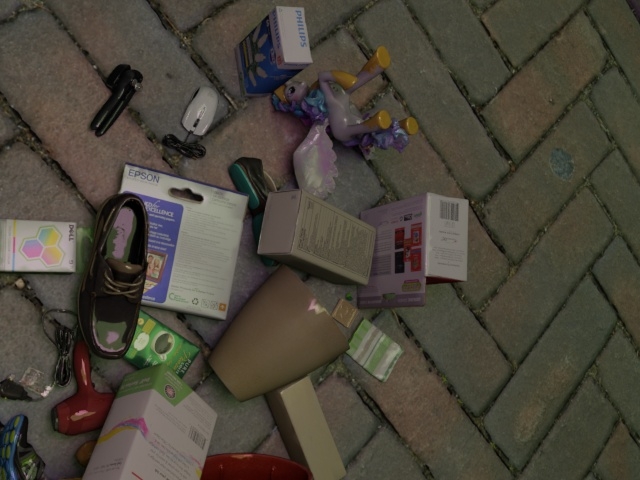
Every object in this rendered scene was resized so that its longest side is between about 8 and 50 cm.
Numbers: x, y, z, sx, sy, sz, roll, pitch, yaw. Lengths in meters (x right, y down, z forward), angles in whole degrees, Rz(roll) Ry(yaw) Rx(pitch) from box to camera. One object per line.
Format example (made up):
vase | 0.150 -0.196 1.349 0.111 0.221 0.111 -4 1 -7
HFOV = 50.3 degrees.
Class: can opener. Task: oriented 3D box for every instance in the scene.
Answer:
can opener | -0.467 -0.318 1.563 0.186 0.073 0.059 -67 152 -15

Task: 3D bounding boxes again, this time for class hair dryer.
hair dryer | -0.501 0.298 1.442 0.293 0.080 0.223 38 68 -19

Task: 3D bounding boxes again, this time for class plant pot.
plant pot | -0.118 0.237 1.583 0.274 0.256 0.256 -38 102 -11
plant pot | -0.161 0.636 1.491 0.272 0.272 0.265 5 89 -28

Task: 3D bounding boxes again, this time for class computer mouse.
computer mouse | -0.299 -0.295 1.649 0.106 0.042 0.193 26 72 -22

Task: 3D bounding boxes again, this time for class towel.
towel | 0.144 0.293 1.820 0.152 0.023 0.113 41 66 -18

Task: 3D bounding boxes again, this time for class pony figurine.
pony figurine | 0.056 -0.296 1.706 0.303 0.363 0.351 -46 121 -32

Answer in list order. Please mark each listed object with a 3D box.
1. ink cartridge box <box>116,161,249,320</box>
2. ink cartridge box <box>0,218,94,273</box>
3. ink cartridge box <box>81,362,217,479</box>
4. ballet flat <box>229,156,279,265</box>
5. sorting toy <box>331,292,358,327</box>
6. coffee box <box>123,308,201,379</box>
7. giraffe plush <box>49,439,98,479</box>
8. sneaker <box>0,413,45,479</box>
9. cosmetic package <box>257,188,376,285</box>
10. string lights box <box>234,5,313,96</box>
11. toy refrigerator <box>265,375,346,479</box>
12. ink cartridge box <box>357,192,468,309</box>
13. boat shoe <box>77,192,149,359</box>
ink cartridge box | -0.338 0.008 1.576 0.303 0.072 0.307 14 75 -24
ink cartridge box | -0.574 0.016 1.449 0.209 0.062 0.109 3 81 -28
ink cartridge box | -0.344 0.452 1.353 0.207 0.119 0.353 54 29 -32
ballet flat | -0.131 -0.079 1.685 0.096 0.095 0.280 -22 94 -37
sorting toy | 0.070 0.181 1.801 0.062 0.012 0.083 36 72 -14
coffee box | -0.376 0.243 1.538 0.184 0.040 0.113 37 69 -19
giraffe plush | -0.456 0.482 1.409 0.210 0.181 0.170 18 56 -17
sneaker | -0.603 0.447 1.386 0.078 0.067 0.188 -2 82 -49
cosmetic package | 0.000 0.000 1.670 0.309 0.113 0.160 26 70 -46
string lights box | -0.117 -0.447 1.642 0.077 0.259 0.133 -7 86 -29
toy refrigerator | -0.036 0.455 1.645 0.094 0.102 0.269 -26 101 -28
ink cartridge box | 0.226 0.042 1.734 0.130 0.309 0.272 8 81 -27
boat shoe | -0.427 0.068 1.415 0.132 0.130 0.355 5 81 -24
